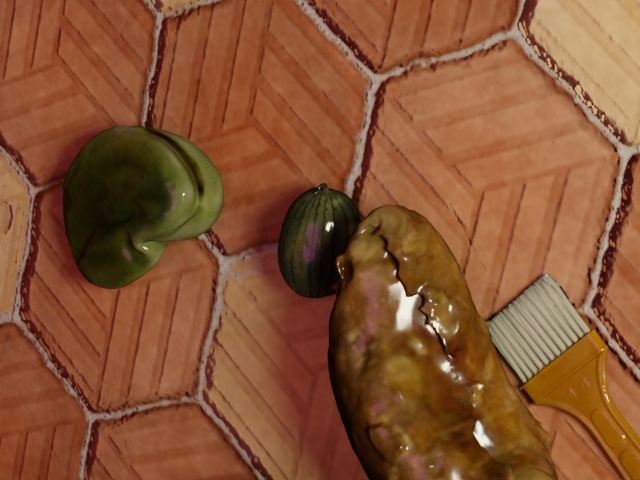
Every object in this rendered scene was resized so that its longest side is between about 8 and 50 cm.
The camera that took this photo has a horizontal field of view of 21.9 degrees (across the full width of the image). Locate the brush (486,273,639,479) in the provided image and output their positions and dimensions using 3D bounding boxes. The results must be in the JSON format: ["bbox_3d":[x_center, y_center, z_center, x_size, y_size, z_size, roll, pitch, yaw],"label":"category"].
[{"bbox_3d":[0.259,0.176,1.427,0.090,0.017,0.314,-44,74,30],"label":"brush"}]

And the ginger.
[{"bbox_3d":[0.090,0.135,1.441,0.172,0.165,0.321,-37,76,53],"label":"ginger"}]

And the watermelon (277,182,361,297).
[{"bbox_3d":[0.000,0.000,1.535,0.078,0.078,0.110,21,107,29],"label":"watermelon"}]

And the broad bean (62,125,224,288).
[{"bbox_3d":[-0.194,-0.036,1.659,0.207,0.072,0.153,-20,80,35],"label":"broad bean"}]
